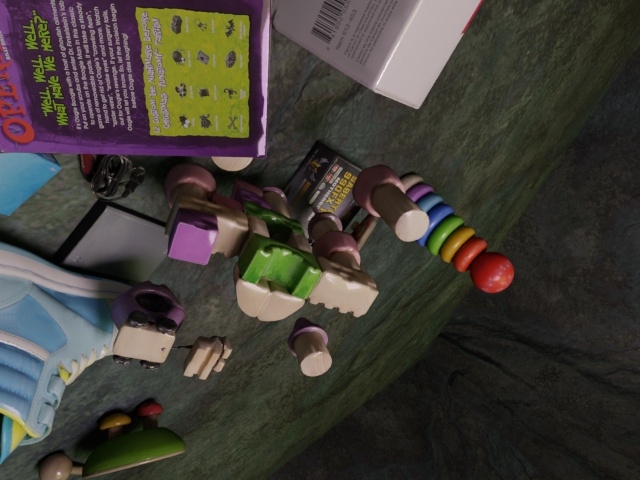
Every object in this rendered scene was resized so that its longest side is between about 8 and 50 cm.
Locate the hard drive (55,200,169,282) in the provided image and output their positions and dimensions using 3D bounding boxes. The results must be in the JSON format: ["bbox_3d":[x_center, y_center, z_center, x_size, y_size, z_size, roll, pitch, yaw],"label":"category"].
[{"bbox_3d":[-0.262,0.006,0.599,0.094,0.022,0.135,-49,153,5],"label":"hard drive"}]

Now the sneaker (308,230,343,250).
[{"bbox_3d":[0.000,0.000,0.823,0.109,0.040,0.043,-42,150,-26],"label":"sneaker"}]

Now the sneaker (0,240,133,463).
[{"bbox_3d":[-0.300,0.143,0.507,0.127,0.208,0.319,-23,152,16],"label":"sneaker"}]

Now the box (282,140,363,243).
[{"bbox_3d":[-0.010,-0.052,0.839,0.231,0.056,0.183,-53,151,12],"label":"box"}]

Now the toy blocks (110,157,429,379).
[{"bbox_3d":[-0.081,-0.012,0.602,0.289,0.260,0.308,20,111,-26],"label":"toy blocks"}]

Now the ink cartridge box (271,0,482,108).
[{"bbox_3d":[0.030,-0.263,0.424,0.100,0.237,0.171,-7,133,-55],"label":"ink cartridge box"}]

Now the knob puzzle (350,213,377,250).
[{"bbox_3d":[0.043,0.019,0.865,0.213,0.030,0.213,-53,-175,6],"label":"knob puzzle"}]

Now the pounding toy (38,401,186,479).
[{"bbox_3d":[-0.388,0.382,0.867,0.237,0.110,0.183,-13,160,-1],"label":"pounding toy"}]

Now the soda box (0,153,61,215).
[{"bbox_3d":[-0.305,-0.086,0.324,0.071,0.067,0.210,-41,163,2],"label":"soda box"}]

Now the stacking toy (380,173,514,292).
[{"bbox_3d":[0.295,-0.011,1.021,0.141,0.330,0.141,-34,150,-23],"label":"stacking toy"}]

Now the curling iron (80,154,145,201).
[{"bbox_3d":[-0.211,-0.155,0.437,0.068,0.035,0.273,6,128,-11],"label":"curling iron"}]

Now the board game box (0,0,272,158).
[{"bbox_3d":[-0.133,-0.221,0.279,0.208,0.056,0.346,-2,125,-14],"label":"board game box"}]
